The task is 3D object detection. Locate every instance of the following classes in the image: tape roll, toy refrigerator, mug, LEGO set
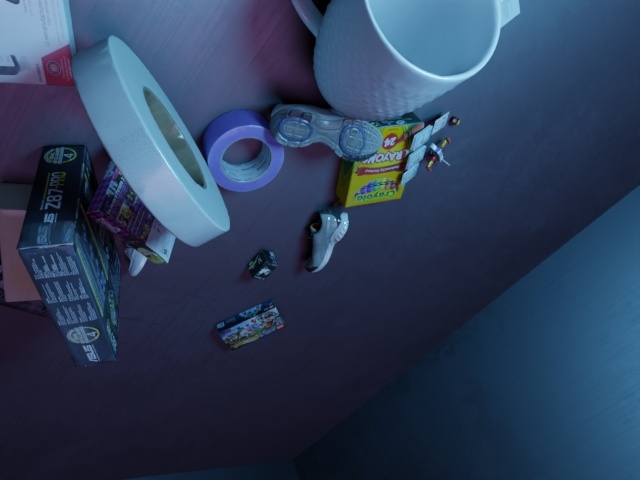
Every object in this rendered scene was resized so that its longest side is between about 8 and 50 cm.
[{"bbox_3d":[-0.191,-0.218,1.022,0.189,0.080,0.189,-16,138,-15],"label":"tape roll"},{"bbox_3d":[-0.294,-0.172,0.773,0.072,0.392,0.392,-27,141,-2],"label":"tape roll"},{"bbox_3d":[-0.676,0.010,0.956,0.094,0.102,0.269,0,129,-33],"label":"toy refrigerator"},{"bbox_3d":[0.093,-0.415,0.809,0.374,0.328,0.276,40,74,-15],"label":"mug"},{"bbox_3d":[0.341,-0.272,1.222,0.244,0.060,0.182,-38,152,-32],"label":"LEGO set"}]

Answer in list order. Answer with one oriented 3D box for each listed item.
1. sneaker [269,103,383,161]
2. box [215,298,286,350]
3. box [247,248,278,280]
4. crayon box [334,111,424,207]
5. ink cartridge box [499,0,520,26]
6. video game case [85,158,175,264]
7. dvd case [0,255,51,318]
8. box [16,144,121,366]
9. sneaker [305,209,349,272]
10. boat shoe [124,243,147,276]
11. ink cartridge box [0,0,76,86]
[{"bbox_3d":[0.018,-0.281,1.013,0.297,0.129,0.111,11,125,-22],"label":"sneaker"},{"bbox_3d":[-0.263,0.328,1.592,0.233,0.044,0.159,-24,140,-5],"label":"box"},{"bbox_3d":[-0.190,0.081,1.356,0.052,0.062,0.083,23,119,-45],"label":"box"},{"bbox_3d":[0.163,-0.216,1.227,0.202,0.081,0.318,-12,138,-19],"label":"crayon box"},{"bbox_3d":[0.349,-0.523,0.966,0.175,0.127,0.072,-36,141,10],"label":"ink cartridge box"},{"bbox_3d":[-0.392,-0.095,0.929,0.042,0.232,0.210,-9,145,19],"label":"video game case"},{"bbox_3d":[-0.775,0.128,1.106,0.164,0.018,0.221,-39,140,12],"label":"dvd case"},{"bbox_3d":[-0.528,0.040,0.919,0.097,0.318,0.395,-8,137,-19],"label":"box"},{"bbox_3d":[0.000,0.000,1.369,0.108,0.100,0.271,18,129,-12],"label":"sneaker"},{"bbox_3d":[-0.494,0.020,1.120,0.063,0.066,0.184,23,123,-27],"label":"boat shoe"},{"bbox_3d":[-0.533,-0.350,0.677,0.218,0.092,0.158,-5,135,-23],"label":"ink cartridge box"}]
